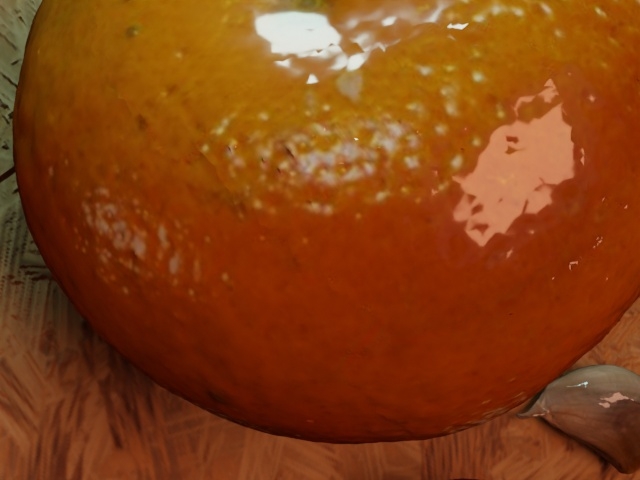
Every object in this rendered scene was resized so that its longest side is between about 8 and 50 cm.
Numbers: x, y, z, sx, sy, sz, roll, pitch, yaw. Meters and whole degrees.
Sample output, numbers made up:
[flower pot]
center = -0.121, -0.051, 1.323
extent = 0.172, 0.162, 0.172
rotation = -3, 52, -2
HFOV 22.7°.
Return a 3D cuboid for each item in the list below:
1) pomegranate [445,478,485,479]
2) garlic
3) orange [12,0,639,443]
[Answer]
[pomegranate]
center = 0.130, 0.296, 1.191
extent = 0.256, 0.221, 0.221
rotation = 24, 74, -41
[garlic]
center = 0.246, 0.144, 1.363
extent = 0.152, 0.066, 0.084
rotation = 33, 72, -33
[orange]
center = 0.024, -0.067, 1.011
extent = 0.424, 0.424, 0.326
rotation = -62, 160, -21
